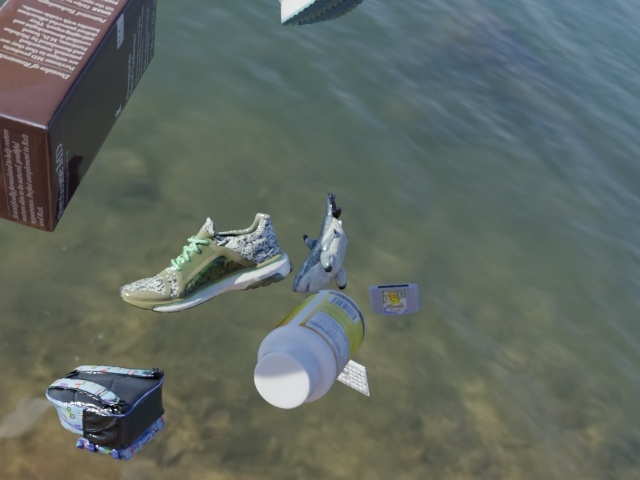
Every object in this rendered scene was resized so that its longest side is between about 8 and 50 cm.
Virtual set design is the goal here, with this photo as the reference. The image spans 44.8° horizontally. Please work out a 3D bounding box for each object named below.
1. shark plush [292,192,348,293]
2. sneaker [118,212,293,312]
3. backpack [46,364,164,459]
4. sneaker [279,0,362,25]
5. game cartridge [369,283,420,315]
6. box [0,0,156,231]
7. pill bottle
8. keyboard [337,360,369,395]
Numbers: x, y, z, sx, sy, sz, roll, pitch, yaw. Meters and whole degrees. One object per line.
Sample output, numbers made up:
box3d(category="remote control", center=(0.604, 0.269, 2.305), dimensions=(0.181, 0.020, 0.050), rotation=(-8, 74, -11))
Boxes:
box3d(category="shark plush", center=(0.000, 0.000, 1.139), dimensions=(0.067, 0.161, 0.073), rotation=(-1, -15, 23))
box3d(category="sneaker", center=(-0.274, 0.037, 1.800), dimensions=(0.410, 0.182, 0.158), rotation=(-16, 18, -20))
box3d(category="backpack", center=(-0.372, 0.283, 1.326), dimensions=(0.173, 0.116, 0.158), rotation=(8, 19, 16))
box3d(category="sneaker", center=(0.037, -0.250, 0.603), dimensions=(0.087, 0.229, 0.092), rotation=(-18, 91, -46))
box3d(category="game cartridge", center=(0.126, 0.101, 1.316), dimensions=(0.083, 0.056, 0.017), rotation=(-4, 28, 10))
box3d(category="box", center=(-0.333, -0.221, 1.003), dimensions=(0.143, 0.191, 0.381), rotation=(18, 51, -2))
box3d(category="pill bottle", center=(-0.016, 0.159, 1.139), dimensions=(0.117, 0.117, 0.215), rotation=(31, 25, 9))
box3d(category="keyboard", center=(0.003, 0.253, 1.653), dimensions=(0.256, 0.072, 0.014), rotation=(22, 39, 39))
